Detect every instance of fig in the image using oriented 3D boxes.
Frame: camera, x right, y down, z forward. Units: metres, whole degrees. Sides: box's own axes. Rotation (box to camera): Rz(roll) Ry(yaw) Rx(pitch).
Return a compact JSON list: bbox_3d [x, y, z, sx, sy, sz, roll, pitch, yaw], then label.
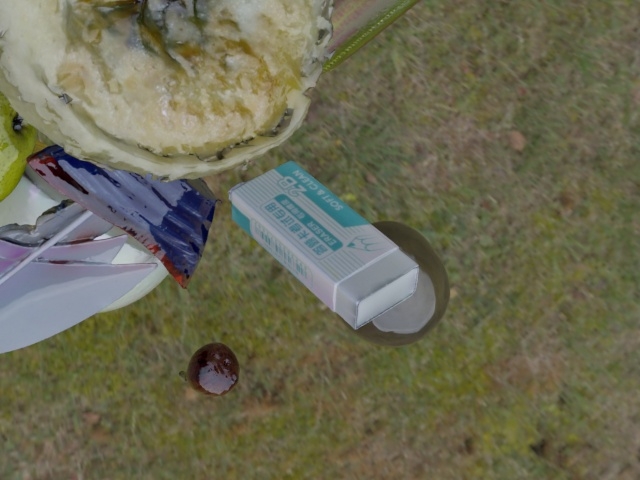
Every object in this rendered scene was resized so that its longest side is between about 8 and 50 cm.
[{"bbox_3d":[-0.190,0.219,1.925,0.089,0.089,0.125,33,138,-28],"label":"fig"}]

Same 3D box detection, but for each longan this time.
[{"bbox_3d":[0.099,0.064,1.689,0.189,0.189,0.189,-7,116,-16],"label":"longan"}]

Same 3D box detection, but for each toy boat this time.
[{"bbox_3d":[-0.207,0.034,0.988,0.219,0.072,0.318,10,127,-45],"label":"toy boat"}]

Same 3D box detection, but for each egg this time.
[{"bbox_3d":[-0.384,0.004,1.773,0.337,0.337,0.201,31,99,-28],"label":"egg"}]

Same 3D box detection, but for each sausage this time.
[{"bbox_3d":[0.044,-0.312,1.564,0.317,0.117,0.125,-37,84,39],"label":"sausage"}]

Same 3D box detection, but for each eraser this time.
[{"bbox_3d":[0.000,0.000,1.337,0.095,0.225,0.052,-29,142,-29],"label":"eraser"}]

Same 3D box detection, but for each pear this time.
[{"bbox_3d":[-0.460,-0.133,1.499,0.198,0.198,0.198,-7,116,-16],"label":"pear"}]

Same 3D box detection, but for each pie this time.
[{"bbox_3d":[-0.100,-0.172,0.773,0.274,0.055,0.274,-1,92,-33],"label":"pie"}]
